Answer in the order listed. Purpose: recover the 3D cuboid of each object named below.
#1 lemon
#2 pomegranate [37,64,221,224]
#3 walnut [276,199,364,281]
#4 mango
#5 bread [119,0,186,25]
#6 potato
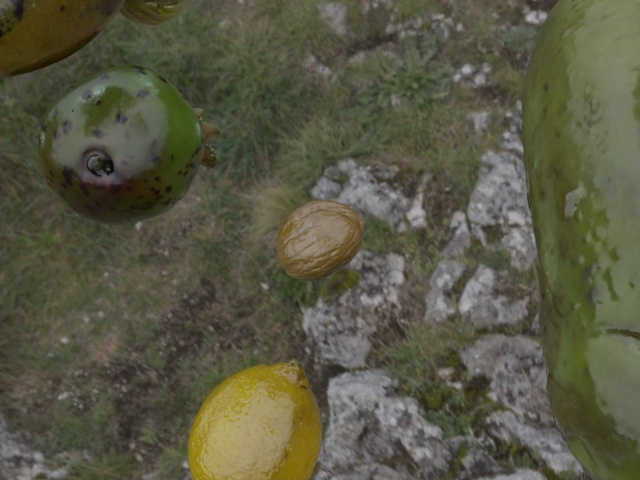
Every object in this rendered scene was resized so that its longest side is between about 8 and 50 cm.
[{"bbox_3d":[-0.091,0.288,1.216,0.188,0.188,0.256,20,85,27],"label":"lemon"},{"bbox_3d":[-0.271,-0.125,1.207,0.231,0.286,0.231,-1,84,8],"label":"pomegranate"},{"bbox_3d":[0.000,0.000,1.109,0.124,0.105,0.105,-23,57,7],"label":"walnut"},{"bbox_3d":[-0.347,-0.270,0.907,0.176,0.175,0.329,10,36,24],"label":"mango"},{"bbox_3d":[-0.329,-0.478,1.507,0.213,0.213,0.105,28,60,30],"label":"bread"},{"bbox_3d":[0.176,-0.005,0.420,0.141,0.176,0.298,-2,71,7],"label":"potato"}]
